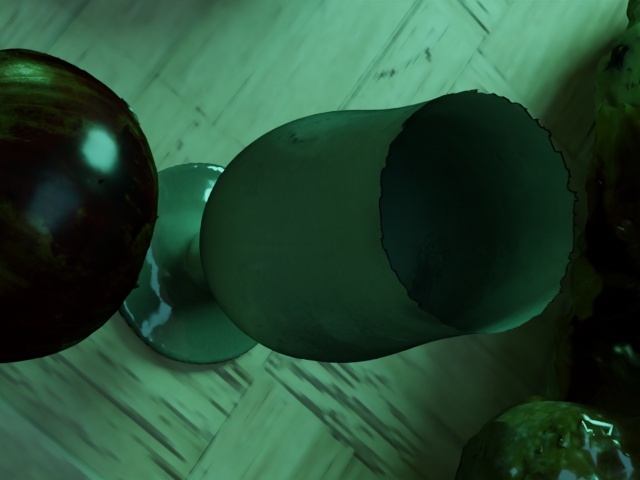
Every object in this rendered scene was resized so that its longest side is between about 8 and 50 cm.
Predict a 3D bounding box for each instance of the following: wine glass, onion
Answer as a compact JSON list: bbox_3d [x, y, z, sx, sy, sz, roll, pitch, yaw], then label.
[{"bbox_3d":[0.000,0.000,0.505,0.093,0.202,0.093,4,82,-32],"label":"wine glass"},{"bbox_3d":[-0.112,-0.013,0.497,0.118,0.118,0.117,15,81,-29],"label":"onion"}]

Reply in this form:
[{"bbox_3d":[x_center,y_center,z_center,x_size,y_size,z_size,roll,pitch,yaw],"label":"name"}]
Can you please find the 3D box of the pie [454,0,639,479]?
[{"bbox_3d":[0.271,0.059,0.677,0.395,0.180,0.418,45,53,-23],"label":"pie"}]
